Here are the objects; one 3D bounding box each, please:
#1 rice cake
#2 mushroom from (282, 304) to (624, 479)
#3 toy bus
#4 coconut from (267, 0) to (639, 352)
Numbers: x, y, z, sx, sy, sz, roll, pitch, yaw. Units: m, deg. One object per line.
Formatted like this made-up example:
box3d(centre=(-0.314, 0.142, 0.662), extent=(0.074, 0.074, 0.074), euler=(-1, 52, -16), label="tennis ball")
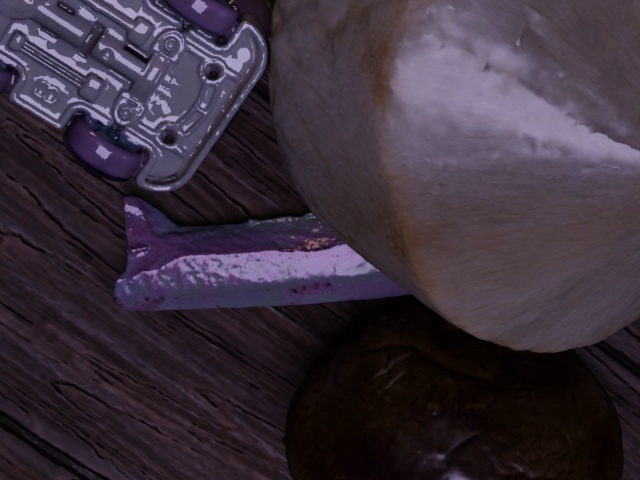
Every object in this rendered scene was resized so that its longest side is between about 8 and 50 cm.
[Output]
box3d(centre=(0.002, 0.002, 1.147), extent=(0.290, 0.051, 0.081), euler=(-4, 111, -2), label="rice cake")
box3d(centre=(0.094, 0.122, 1.122), extent=(0.231, 0.194, 0.138), euler=(-4, 111, -13), label="mushroom")
box3d(centre=(-0.136, -0.139, 1.039), extent=(0.202, 0.142, 0.142), euler=(33, 105, -13), label="toy bus")
box3d(centre=(0.126, -0.082, 0.974), extent=(0.329, 0.329, 0.328), euler=(-1, 110, -3), label="coconut")
